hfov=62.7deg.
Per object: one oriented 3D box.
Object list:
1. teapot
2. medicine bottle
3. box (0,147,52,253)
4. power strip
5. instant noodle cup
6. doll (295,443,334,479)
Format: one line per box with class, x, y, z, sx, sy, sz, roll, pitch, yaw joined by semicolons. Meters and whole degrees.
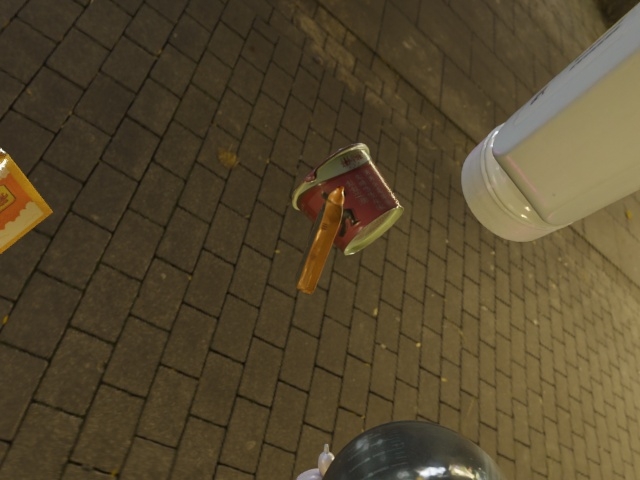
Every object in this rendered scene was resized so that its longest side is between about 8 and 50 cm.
teapot;0.057;0.316;0.521;0.239;0.321;0.239;59;28;-76
medicine bottle;0.221;-0.096;0.367;0.161;0.296;0.111;-32;81;-23
box;-0.720;-0.100;0.962;0.283;0.214;0.259;37;67;15
power strip;0.000;0.000;0.791;0.028;0.178;0.049;17;19;-12
instant noodle cup;0.073;-0.087;1.253;0.235;0.235;0.178;-22;69;-44
doll;0.049;0.466;0.998;0.161;0.160;0.059;42;7;10
